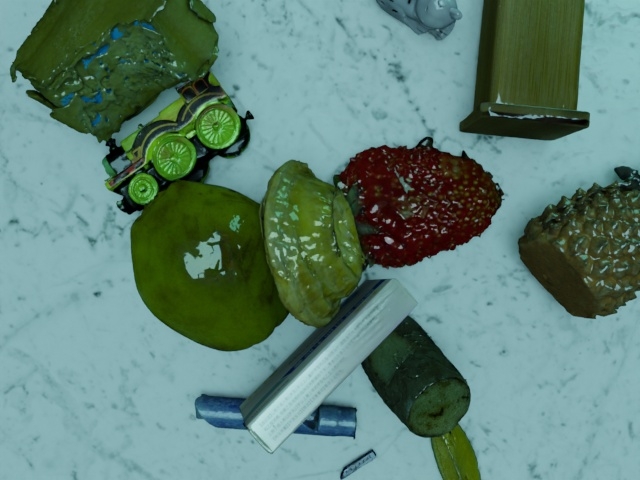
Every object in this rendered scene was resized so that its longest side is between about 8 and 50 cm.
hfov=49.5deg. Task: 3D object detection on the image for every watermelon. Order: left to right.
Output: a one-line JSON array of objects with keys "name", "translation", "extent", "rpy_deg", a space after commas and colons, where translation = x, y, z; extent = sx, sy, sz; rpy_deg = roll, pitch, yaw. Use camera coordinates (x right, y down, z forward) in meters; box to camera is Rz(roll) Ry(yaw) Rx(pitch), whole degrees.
[{"name": "watermelon", "translation": [0.263, 0.407, 1.305], "extent": [0.075, 0.092, 0.181], "rpy_deg": [-19, 84, -14]}]

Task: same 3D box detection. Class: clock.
[{"name": "clock", "translation": [0.174, -0.440, 1.250], "extent": [0.176, 0.117, 0.080], "rpy_deg": [34, 91, -2]}]

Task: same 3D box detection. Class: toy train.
[{"name": "toy train", "translation": [-0.267, -0.174, 1.264], "extent": [0.296, 0.100, 0.160], "rpy_deg": [-36, 85, 1]}, {"name": "toy train", "translation": [0.070, 0.432, 1.335], "extent": [0.083, 0.017, 0.017], "rpy_deg": [-33, 90, 0]}]

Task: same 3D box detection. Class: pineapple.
[{"name": "pineapple", "translation": [0.545, -0.037, 1.243], "extent": [0.357, 0.223, 0.223], "rpy_deg": [-40, 93, -8]}]

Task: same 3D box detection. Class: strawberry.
[{"name": "strawberry", "translation": [0.187, -0.081, 1.259], "extent": [0.306, 0.138, 0.233], "rpy_deg": [-19, 91, 1]}]

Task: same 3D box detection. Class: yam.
[{"name": "yam", "translation": [0.167, 0.243, 1.237], "extent": [0.154, 0.254, 0.154], "rpy_deg": [-6, 110, -16]}]

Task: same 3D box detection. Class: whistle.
[{"name": "whistle", "translation": [-0.084, 0.333, 1.307], "extent": [0.304, 0.062, 0.062], "rpy_deg": [5, 92, -1]}]

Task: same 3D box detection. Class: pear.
[{"name": "pear", "translation": [-0.180, 0.042, 1.196], "extent": [0.269, 0.269, 0.321], "rpy_deg": [-33, 109, 0]}]

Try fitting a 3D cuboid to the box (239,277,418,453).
[{"name": "box", "translation": [0.005, 0.204, 1.204], "extent": [0.343, 0.200, 0.065], "rpy_deg": [-44, 94, -10]}]

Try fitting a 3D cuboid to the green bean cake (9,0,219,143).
[{"name": "green bean cake", "translation": [-0.335, -0.306, 1.182], "extent": [0.310, 0.202, 0.285], "rpy_deg": [-50, 53, 1]}]

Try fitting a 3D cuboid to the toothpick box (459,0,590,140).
[{"name": "toothpick box", "translation": [0.368, -0.346, 1.232], "extent": [0.187, 0.190, 0.308], "rpy_deg": [6, 89, 0]}]

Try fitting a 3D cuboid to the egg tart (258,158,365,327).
[{"name": "egg tart", "translation": [0.000, 0.000, 1.178], "extent": [0.115, 0.290, 0.290], "rpy_deg": [-10, 93, 19]}]
